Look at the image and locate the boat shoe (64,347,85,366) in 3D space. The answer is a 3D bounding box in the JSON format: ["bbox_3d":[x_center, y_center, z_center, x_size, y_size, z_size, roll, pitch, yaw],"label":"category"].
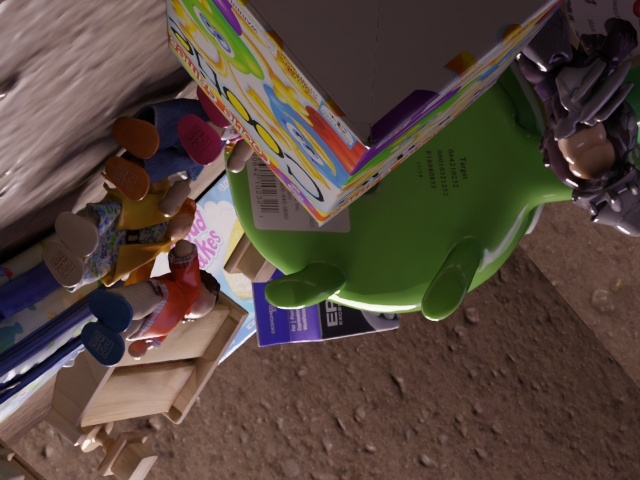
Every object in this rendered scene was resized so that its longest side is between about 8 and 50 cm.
[{"bbox_3d":[-0.229,0.072,1.359,0.227,0.081,0.079,-40,178,13],"label":"boat shoe"}]

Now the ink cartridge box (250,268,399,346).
[{"bbox_3d":[0.000,0.000,1.697,0.045,0.206,0.208,-8,178,36],"label":"ink cartridge box"}]

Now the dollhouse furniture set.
[{"bbox_3d":[-0.244,0.102,1.498,0.356,0.174,0.303,-58,160,12],"label":"dollhouse furniture set"}]

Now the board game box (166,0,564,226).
[{"bbox_3d":[0.018,-0.118,0.816,0.144,0.142,0.275,-40,178,-7],"label":"board game box"}]

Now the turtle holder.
[{"bbox_3d":[0.090,-0.086,1.305,0.320,0.243,0.227,-31,-178,30],"label":"turtle holder"}]

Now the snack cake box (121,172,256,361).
[{"bbox_3d":[-0.104,0.030,1.843,0.264,0.152,0.089,-42,180,40],"label":"snack cake box"}]

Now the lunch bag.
[{"bbox_3d":[-0.249,0.084,1.200,0.176,0.090,0.219,-44,178,29],"label":"lunch bag"}]

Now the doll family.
[{"bbox_3d":[-0.100,-0.046,1.122,0.263,0.118,0.163,-60,164,22],"label":"doll family"}]

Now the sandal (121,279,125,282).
[{"bbox_3d":[-0.216,0.063,1.640,0.219,0.060,0.090,-15,154,-42],"label":"sandal"}]

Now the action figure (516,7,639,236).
[{"bbox_3d":[0.140,-0.118,1.000,0.099,0.285,0.185,-33,180,-1],"label":"action figure"}]

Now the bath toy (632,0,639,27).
[{"bbox_3d":[0.258,-0.236,0.894,0.129,0.151,0.348,-133,-127,-61],"label":"bath toy"}]

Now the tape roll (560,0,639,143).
[{"bbox_3d":[0.257,-0.223,1.121,0.321,0.077,0.321,-168,-90,-69],"label":"tape roll"}]
